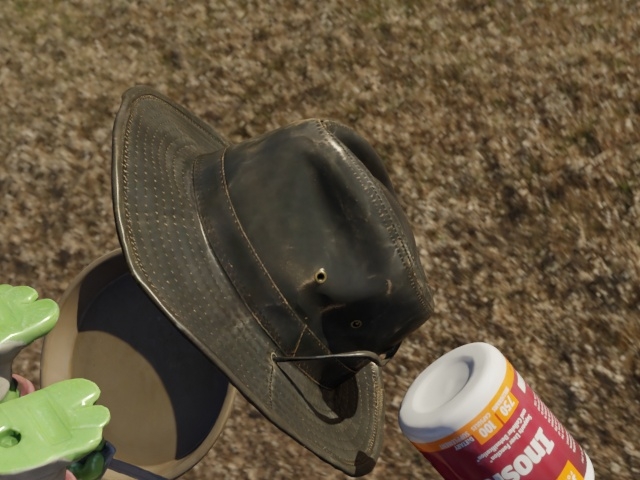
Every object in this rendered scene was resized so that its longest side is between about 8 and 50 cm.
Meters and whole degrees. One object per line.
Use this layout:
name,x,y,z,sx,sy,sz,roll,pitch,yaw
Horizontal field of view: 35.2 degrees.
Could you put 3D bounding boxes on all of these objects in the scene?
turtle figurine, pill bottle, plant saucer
turtle figurine,-0.135,0.163,0.615,0.275,0.266,0.198,5,37,0
pill bottle,0.130,0.149,0.688,0.086,0.152,0.086,-39,15,13
plant saucer,-0.203,0.143,1.150,0.278,0.041,0.277,-5,79,28

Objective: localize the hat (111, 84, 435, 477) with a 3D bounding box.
hat,0.000,0.000,0.729,0.134,0.331,0.331,-31,57,19
